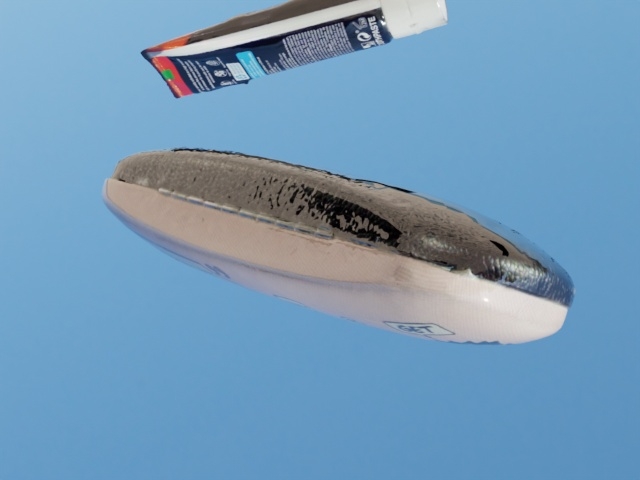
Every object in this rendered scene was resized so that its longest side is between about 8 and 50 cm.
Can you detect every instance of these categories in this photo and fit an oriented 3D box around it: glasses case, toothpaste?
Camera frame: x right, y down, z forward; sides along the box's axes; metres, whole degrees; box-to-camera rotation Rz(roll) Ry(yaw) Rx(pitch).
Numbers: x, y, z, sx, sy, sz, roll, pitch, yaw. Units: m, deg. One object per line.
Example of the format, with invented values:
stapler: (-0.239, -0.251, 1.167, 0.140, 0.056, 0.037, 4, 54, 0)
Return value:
glasses case: (0.000, 0.000, 0.896, 0.314, 0.122, 0.075, 15, -95, 47)
toothpaste: (-0.017, -0.135, 1.068, 0.193, 0.071, 0.045, -16, -114, 11)
